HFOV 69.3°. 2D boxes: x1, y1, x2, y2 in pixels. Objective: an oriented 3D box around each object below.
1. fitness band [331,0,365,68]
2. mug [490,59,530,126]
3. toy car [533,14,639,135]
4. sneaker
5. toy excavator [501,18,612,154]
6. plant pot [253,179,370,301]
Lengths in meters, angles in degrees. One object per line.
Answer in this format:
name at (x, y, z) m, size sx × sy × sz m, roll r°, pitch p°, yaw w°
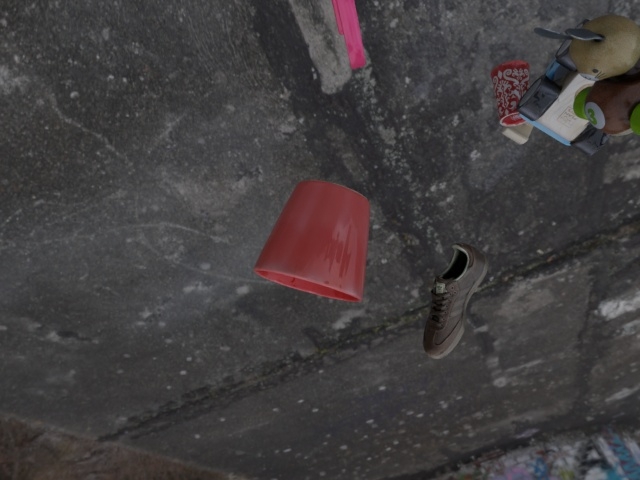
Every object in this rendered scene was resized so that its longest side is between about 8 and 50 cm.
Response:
fitness band at (0.070, -0.613, 1.249) m, size 0.054 × 0.209 × 0.290 m, roll -16°, pitch 130°, yaw 6°
mug at (0.609, -0.447, 1.427) m, size 0.151 × 0.169 × 0.113 m, roll 2°, pitch 166°, yaw -11°
toy car at (0.387, -0.243, 0.637) m, size 0.189 × 0.155 × 0.148 m, roll 19°, pitch 111°, yaw -16°
sneaker at (0.198, 0.091, 0.737) m, size 0.071 × 0.066 × 0.188 m, roll 32°, pitch 78°, yaw -30°
toy excavator at (0.679, -0.402, 1.302) m, size 0.222 × 0.445 × 0.432 m, roll 33°, pitch 130°, yaw 2°
plant pot at (0.000, 0.000, 1.137) m, size 0.275 × 0.243 × 0.275 m, roll 15°, pitch 168°, yaw 3°
